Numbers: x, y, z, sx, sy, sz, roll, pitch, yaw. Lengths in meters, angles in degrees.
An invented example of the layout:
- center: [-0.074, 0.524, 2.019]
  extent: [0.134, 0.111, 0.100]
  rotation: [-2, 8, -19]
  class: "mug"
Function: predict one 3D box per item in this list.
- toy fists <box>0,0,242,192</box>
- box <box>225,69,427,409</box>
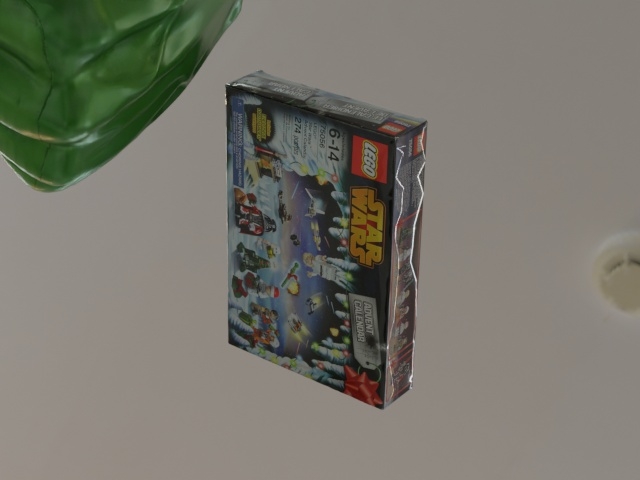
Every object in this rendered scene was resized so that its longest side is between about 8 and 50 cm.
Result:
- center: [-0.078, -0.134, 0.472]
  extent: [0.096, 0.142, 0.279]
  rotation: [25, -41, 5]
  class: "toy fists"
- center: [0.000, 0.000, 0.629]
  extent: [0.094, 0.027, 0.137]
  rotation: [19, -57, 31]
  class: "box"
